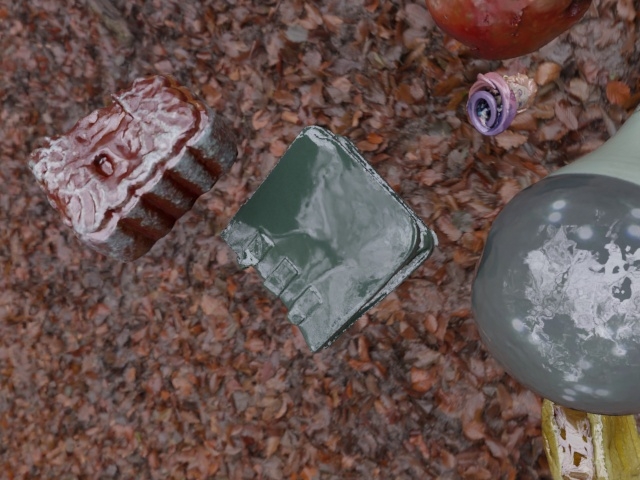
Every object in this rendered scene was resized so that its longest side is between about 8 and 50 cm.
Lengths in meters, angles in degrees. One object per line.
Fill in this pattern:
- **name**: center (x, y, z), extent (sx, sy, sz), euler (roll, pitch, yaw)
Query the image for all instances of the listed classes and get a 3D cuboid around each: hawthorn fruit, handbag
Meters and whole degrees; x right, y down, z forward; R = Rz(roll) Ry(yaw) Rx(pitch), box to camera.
- **hawthorn fruit**: center (0.211, -0.285, 0.513), extent (0.181, 0.181, 0.235), euler (-58, 40, 20)
- **handbag**: center (0.001, -0.001, 0.714), extent (0.260, 0.079, 0.248), euler (-47, 70, 21)

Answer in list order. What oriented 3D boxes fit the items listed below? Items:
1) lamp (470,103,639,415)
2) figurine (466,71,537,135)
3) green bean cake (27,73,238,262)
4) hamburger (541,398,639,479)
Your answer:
- **lamp**: center (0.236, -0.022, 0.363), extent (0.181, 0.182, 0.314), euler (28, 95, 24)
- **figurine**: center (0.363, -0.287, 0.980), extent (0.114, 0.157, 0.126), euler (9, 128, 43)
- **green bean cake**: center (-0.240, -0.106, 0.622), extent (0.232, 0.097, 0.198), euler (-43, 62, -1)
- **hamburger**: center (0.548, 0.410, 0.983), extent (0.132, 0.211, 0.309), euler (-29, 51, 54)
